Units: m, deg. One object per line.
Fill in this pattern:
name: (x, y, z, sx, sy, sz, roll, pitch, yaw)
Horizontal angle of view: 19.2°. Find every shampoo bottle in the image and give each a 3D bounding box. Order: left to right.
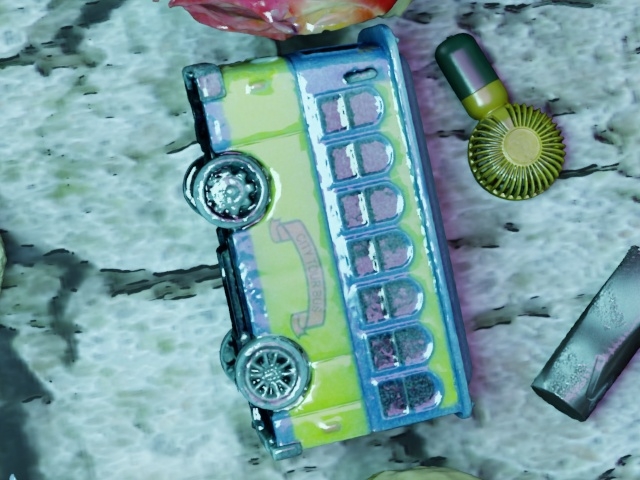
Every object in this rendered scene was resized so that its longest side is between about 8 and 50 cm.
shampoo bottle: (0.255, 0.053, 1.580, 0.063, 0.057, 0.208, 36, 79, 9)

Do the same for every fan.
fan: (0.147, -0.107, 1.603, 0.082, 0.039, 0.155, -31, 85, -8)

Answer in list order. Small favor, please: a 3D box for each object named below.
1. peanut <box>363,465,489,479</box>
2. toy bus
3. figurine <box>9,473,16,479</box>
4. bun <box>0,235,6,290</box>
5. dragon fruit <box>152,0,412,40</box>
peanut: (0.166, 0.266, 1.483, 0.325, 0.153, 0.140, 12, 91, 9)
toy bus: (0.000, 0.000, 1.492, 0.190, 0.152, 0.312, -13, 95, -6)
figurine: (-0.216, 0.289, 1.477, 0.183, 0.128, 0.208, -18, 75, -4)
bun: (-0.362, 0.030, 1.493, 0.220, 0.134, 0.220, 0, 86, -5)
dragon fruit: (-0.042, -0.310, 1.512, 0.386, 0.249, 0.371, 34, 61, 6)
